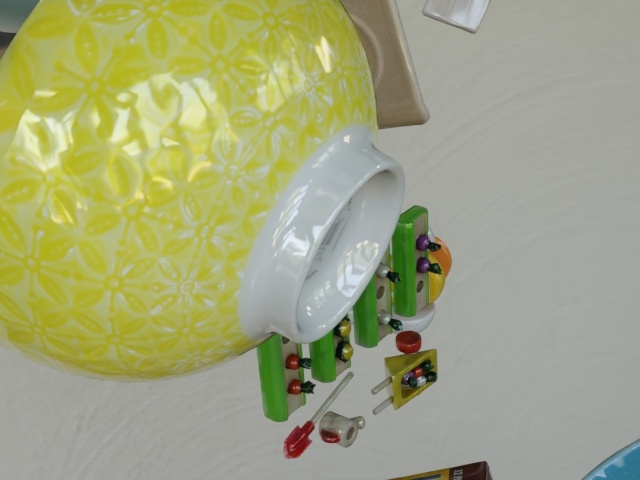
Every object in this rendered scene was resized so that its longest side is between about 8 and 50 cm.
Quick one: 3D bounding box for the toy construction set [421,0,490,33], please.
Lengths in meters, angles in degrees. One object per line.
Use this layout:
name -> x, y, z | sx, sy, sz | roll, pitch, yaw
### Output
toy construction set -> -0.062, -0.161, 0.349 | 0.308, 0.237, 0.257 | 24, -5, -13

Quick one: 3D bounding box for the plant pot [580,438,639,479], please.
plant pot -> 0.318, 0.299, 0.701 | 0.271, 0.255, 0.272 | -28, 20, 11

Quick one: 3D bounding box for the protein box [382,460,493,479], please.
protein box -> 0.122, 0.390, 1.169 | 0.199, 0.201, 0.136 | -15, 17, 15

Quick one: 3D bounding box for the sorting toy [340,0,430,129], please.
sorting toy -> -0.020, -0.177, 0.789 | 0.193, 0.208, 0.038 | -2, 30, 39

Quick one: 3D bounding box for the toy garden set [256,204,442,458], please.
toy garden set -> 0.044, 0.107, 0.965 | 0.049, 0.204, 0.244 | 18, 36, 35

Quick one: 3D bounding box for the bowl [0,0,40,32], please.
bowl -> -0.379, -0.357, 1.042 | 0.311, 0.312, 0.163 | -6, 17, 23

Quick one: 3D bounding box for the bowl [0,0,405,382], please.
bowl -> -0.046, -0.026, 0.586 | 0.156, 0.289, 0.289 | 29, 33, 19

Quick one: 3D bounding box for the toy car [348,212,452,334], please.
toy car -> 0.081, 0.025, 1.312 | 0.182, 0.159, 0.136 | 8, 30, 19
